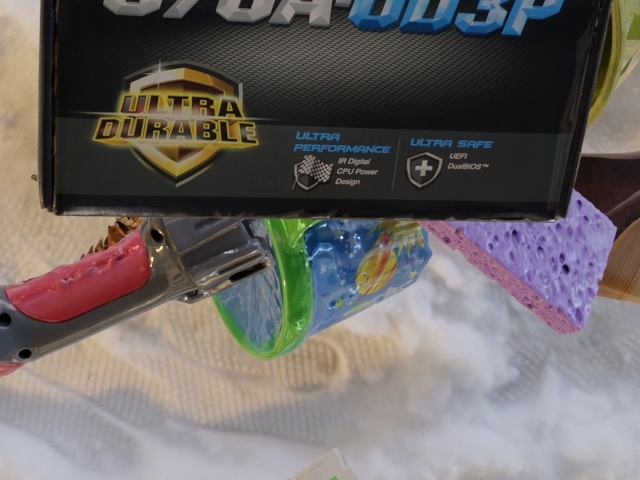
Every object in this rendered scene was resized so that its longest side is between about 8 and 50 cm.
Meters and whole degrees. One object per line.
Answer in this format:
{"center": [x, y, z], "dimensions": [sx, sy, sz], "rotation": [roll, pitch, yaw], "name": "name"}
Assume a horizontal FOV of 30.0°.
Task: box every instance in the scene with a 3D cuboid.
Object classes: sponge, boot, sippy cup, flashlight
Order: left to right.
{"center": [-0.196, 0.031, 0.904], "dimensions": [0.304, 0.103, 0.103], "rotation": [-25, 76, 4], "name": "flashlight"}
{"center": [0.000, 0.000, 1.414], "dimensions": [0.224, 0.305, 0.240], "rotation": [-16, 109, -27], "name": "sippy cup"}
{"center": [0.154, -0.024, 0.993], "dimensions": [0.210, 0.031, 0.117], "rotation": [37, 57, -19], "name": "sponge"}
{"center": [0.286, -0.071, 1.229], "dimensions": [0.207, 0.090, 0.248], "rotation": [25, 74, 9], "name": "boot"}

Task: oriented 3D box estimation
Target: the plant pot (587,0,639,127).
{"center": [0.240, -0.332, 1.190], "dimensions": [0.353, 0.366, 0.366], "rotation": [-39, 112, -29], "name": "plant pot"}

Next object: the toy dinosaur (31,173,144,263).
{"center": [-0.258, -0.080, 1.601], "dimensions": [0.218, 0.164, 0.322], "rotation": [35, 78, 2], "name": "toy dinosaur"}

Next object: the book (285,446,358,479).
{"center": [0.015, 0.279, 1.105], "dimensions": [0.096, 0.035, 0.144], "rotation": [-31, 65, -10], "name": "book"}

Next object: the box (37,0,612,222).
{"center": [0.003, -0.096, 0.465], "dimensions": [0.220, 0.051, 0.175], "rotation": [1, 114, -14], "name": "box"}
